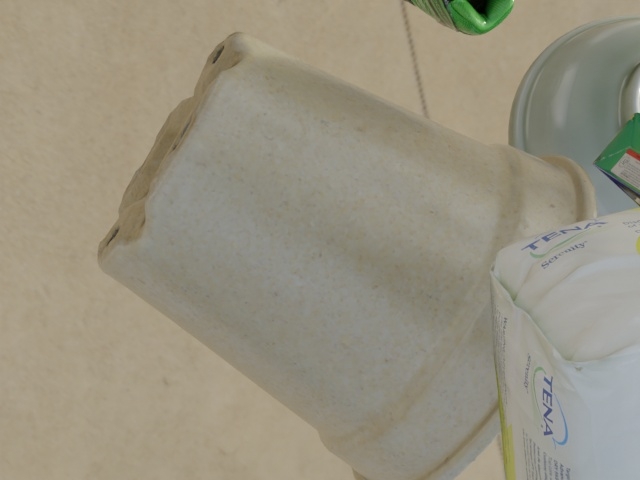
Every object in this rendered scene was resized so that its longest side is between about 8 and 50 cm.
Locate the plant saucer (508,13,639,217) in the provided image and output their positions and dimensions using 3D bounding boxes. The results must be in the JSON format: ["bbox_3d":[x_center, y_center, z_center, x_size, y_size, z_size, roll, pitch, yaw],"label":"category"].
[{"bbox_3d":[0.398,-0.094,1.184,0.400,0.400,0.100,-34,165,-27],"label":"plant saucer"}]

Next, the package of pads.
[{"bbox_3d":[0.226,0.078,0.500,0.296,0.101,0.229,-14,120,-8],"label":"package of pads"}]

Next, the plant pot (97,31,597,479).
[{"bbox_3d":[0.000,0.000,0.945,0.305,0.334,0.334,30,91,-14],"label":"plant pot"}]

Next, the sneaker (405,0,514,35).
[{"bbox_3d":[0.138,-0.334,0.952,0.134,0.146,0.344,-20,133,-20],"label":"sneaker"}]

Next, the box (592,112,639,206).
[{"bbox_3d":[0.236,0.009,0.618,0.179,0.105,0.043,35,99,-25],"label":"box"}]
